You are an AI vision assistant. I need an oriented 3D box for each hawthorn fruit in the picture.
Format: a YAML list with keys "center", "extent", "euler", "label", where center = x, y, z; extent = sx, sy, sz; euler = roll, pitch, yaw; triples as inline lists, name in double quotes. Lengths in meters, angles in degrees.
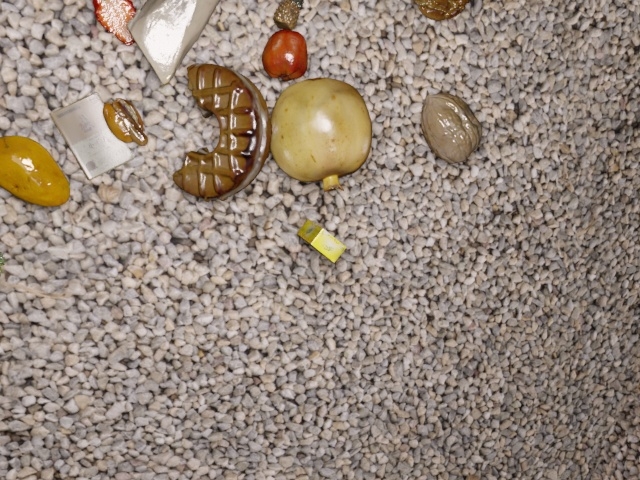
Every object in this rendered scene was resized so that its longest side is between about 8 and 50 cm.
- center: [-0.097, -0.521, 1.572]
  extent: [0.132, 0.133, 0.138]
  euler: [6, 89, -18]
  label: "hawthorn fruit"

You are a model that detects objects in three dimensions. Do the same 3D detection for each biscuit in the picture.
- center: [0.372, -0.786, 1.710]
  extent: [0.225, 0.042, 0.226]
  euler: [-3, 103, -16]
  label: "biscuit"
- center: [-0.263, -0.283, 1.518]
  extent: [0.268, 0.115, 0.366]
  euler: [10, 101, 25]
  label: "biscuit"

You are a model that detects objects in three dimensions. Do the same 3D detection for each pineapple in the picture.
- center: [-0.073, -0.672, 1.586]
  extent: [0.074, 0.074, 0.159]
  euler: [28, 87, -20]
  label: "pineapple"

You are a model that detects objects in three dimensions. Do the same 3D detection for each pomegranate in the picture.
- center: [0.008, -0.288, 1.567]
  extent: [0.319, 0.319, 0.319]
  euler: [-3, 101, -16]
  label: "pomegranate"

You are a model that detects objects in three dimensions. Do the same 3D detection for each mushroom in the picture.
- center: [-0.358, -0.617, 1.474]
  extent: [0.154, 0.137, 0.407]
  euler: [33, 87, -8]
  label: "mushroom"

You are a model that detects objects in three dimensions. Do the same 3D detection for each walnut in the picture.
- center: [0.397, -0.354, 1.738]
  extent: [0.178, 0.178, 0.230]
  euler: [-41, 104, -6]
  label: "walnut"

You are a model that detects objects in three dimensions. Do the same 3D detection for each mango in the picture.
- center: [-0.749, -0.177, 1.453]
  extent: [0.227, 0.109, 0.147]
  euler: [37, 84, -21]
  label: "mango"

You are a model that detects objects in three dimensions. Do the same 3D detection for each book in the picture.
- center: [-0.615, -0.280, 1.522]
  extent: [0.138, 0.016, 0.199]
  euler: [-28, 107, -10]
  label: "book"

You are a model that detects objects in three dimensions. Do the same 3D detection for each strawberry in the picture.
- center: [-0.534, -0.587, 1.475]
  extent: [0.103, 0.048, 0.152]
  euler: [-29, 121, -17]
  label: "strawberry"

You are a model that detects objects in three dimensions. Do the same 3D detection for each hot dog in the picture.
- center: [-0.522, -0.313, 1.513]
  extent: [0.089, 0.060, 0.140]
  euler: [-30, 108, -26]
  label: "hot dog"

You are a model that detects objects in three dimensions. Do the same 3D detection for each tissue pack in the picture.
- center: [0.000, 0.000, 1.675]
  extent: [0.095, 0.176, 0.062]
  euler: [39, 89, -20]
  label: "tissue pack"

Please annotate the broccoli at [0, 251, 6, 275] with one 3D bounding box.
- center: [-0.922, 0.066, 1.403]
  extent: [0.226, 0.198, 0.176]
  euler: [-42, 95, -12]
  label: "broccoli"
